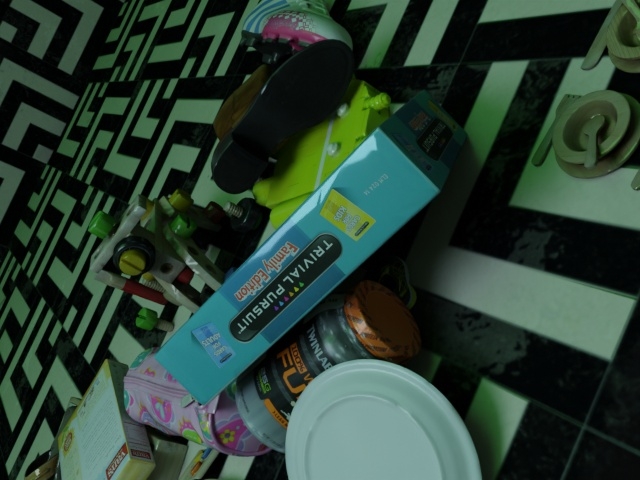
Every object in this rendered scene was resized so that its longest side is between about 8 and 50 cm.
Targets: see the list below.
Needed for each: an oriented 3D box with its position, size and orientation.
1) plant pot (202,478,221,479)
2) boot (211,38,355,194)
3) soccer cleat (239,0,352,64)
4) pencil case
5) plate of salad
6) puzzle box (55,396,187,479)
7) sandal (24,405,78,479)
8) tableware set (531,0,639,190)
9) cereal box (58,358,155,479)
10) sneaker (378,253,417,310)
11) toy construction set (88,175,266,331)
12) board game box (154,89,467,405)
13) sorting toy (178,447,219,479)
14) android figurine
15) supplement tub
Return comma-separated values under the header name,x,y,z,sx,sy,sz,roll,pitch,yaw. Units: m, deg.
name,x,y,z,sx,sy,sz,roll,pitch,yaw
plant pot,-0.141,0.410,0.799,0.236,0.032,0.236,-33,43,38
boot,-0.066,-0.214,1.010,0.264,0.096,0.280,-53,21,18
soccer cleat,-0.037,-0.369,1.107,0.331,0.116,0.143,31,94,57
pencil case,-0.161,0.205,0.887,0.284,0.124,0.124,-5,64,53
plate of salad,0.055,0.208,0.618,0.199,0.048,0.200,1,92,32
puzzle box,-0.367,0.419,1.084,0.408,0.052,0.272,-4,66,52
sandal,-0.461,0.384,1.131,0.090,0.060,0.219,-3,66,53
tableware set,0.270,-0.150,0.611,0.128,0.039,0.194,29,92,57
cereal box,-0.329,0.317,1.011,0.173,0.047,0.240,-56,34,10
sneaker,0.080,0.041,0.744,0.031,0.035,0.083,-48,36,20
toy construction set,-0.270,0.015,1.055,0.308,0.237,0.258,-34,43,37
board game box,0.000,0.000,0.723,0.336,0.079,0.254,-44,2,26
sorting toy,-0.168,0.304,0.887,0.062,0.012,0.083,-32,15,47
android figurine,0.000,-0.131,0.954,0.272,0.056,0.248,-12,58,52
supplement tub,0.007,0.132,0.708,0.190,0.117,0.117,-44,38,28
